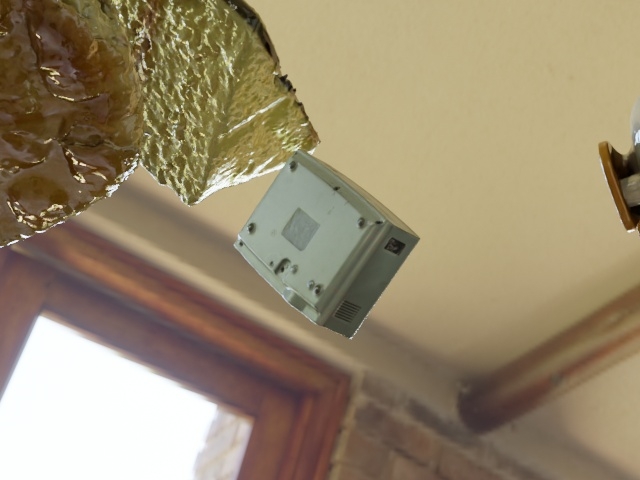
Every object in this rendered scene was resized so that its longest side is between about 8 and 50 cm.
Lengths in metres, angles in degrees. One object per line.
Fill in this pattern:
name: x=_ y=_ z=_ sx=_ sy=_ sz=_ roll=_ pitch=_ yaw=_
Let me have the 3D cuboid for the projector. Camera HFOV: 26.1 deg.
projector: x=0.000 y=0.000 z=1.219 sx=0.061 sy=0.147 sz=0.115 roll=24 pitch=-78 yaw=-45

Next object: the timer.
timer: x=0.450 y=-0.088 z=1.532 sx=0.240 sy=0.233 sz=0.233 roll=-19 pitch=-49 yaw=19

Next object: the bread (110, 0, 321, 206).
bread: x=-0.120 y=-0.212 z=1.412 sx=0.263 sy=0.198 sz=0.236 roll=42 pitch=-38 yaw=26

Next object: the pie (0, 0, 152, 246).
pie: x=-0.286 y=-0.100 z=0.911 sx=0.340 sy=0.083 sz=0.339 roll=-3 pitch=-40 yaw=-3
